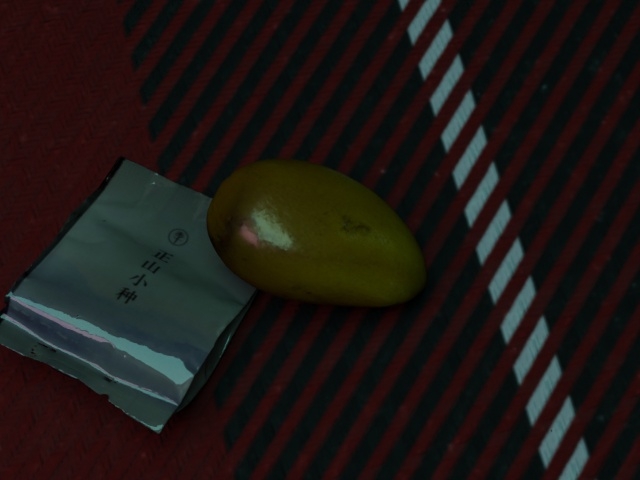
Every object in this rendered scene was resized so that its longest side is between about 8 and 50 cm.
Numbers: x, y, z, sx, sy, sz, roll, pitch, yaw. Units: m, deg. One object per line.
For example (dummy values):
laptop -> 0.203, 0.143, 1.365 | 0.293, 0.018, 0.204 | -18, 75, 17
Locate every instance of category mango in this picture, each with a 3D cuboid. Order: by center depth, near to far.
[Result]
mango -> 0.000, 0.000, 1.719 | 0.219, 0.112, 0.145 | 21, 46, -11

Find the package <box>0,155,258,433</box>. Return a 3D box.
package -> -0.175, 0.049, 1.751 | 0.204, 0.062, 0.251 | 27, 57, 12
